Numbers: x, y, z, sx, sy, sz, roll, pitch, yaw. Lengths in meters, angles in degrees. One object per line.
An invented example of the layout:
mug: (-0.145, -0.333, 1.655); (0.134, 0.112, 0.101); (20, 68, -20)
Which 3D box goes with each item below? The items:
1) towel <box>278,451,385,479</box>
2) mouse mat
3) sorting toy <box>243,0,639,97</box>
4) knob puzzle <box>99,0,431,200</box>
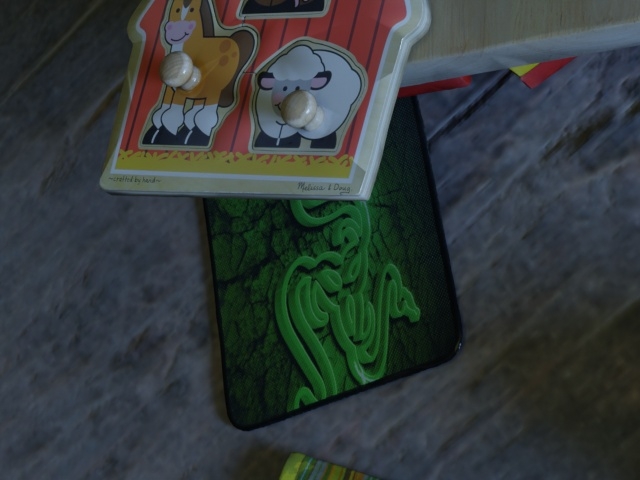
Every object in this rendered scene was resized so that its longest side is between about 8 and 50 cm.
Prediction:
towel: (0.061, 0.179, 0.800); (0.237, 0.021, 0.102); (12, 81, 36)
mouse mat: (0.000, 0.000, 0.916); (0.153, 0.007, 0.189); (-22, 63, 26)
sorting toy: (0.089, -0.194, 0.870); (0.255, 0.089, 0.257); (-7, 67, 33)
knob puzzle: (-0.031, -0.117, 0.844); (0.213, 0.030, 0.213); (-14, 63, 30)
